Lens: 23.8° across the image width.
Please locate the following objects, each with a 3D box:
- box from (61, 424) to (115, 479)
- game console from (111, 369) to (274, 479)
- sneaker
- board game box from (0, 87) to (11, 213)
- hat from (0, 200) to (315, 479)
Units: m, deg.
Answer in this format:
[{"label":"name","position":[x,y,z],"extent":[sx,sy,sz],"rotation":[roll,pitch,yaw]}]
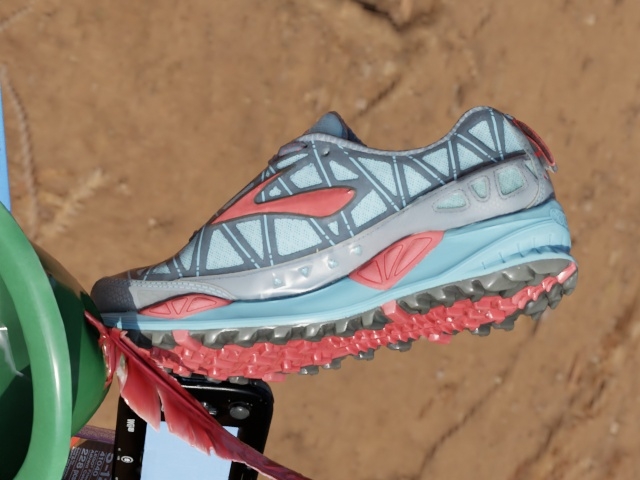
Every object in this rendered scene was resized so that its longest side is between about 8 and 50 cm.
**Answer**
[{"label":"box","position":[-0.257,0.295,1.293],"extent":[0.201,0.057,0.293],"rotation":[24,88,-58]},{"label":"game console","position":[-0.121,0.201,1.136],"extent":[0.361,0.213,0.044],"rotation":[104,-20,-51]},{"label":"sneaker","position":[0.000,0.000,0.794],"extent":[0.104,0.261,0.125],"rotation":[48,34,-63]},{"label":"board game box","position":[-0.326,-0.104,1.160],"extent":[0.160,0.047,0.210],"rotation":[-11,117,-21]},{"label":"hat","position":[-0.118,0.042,0.762],"extent":[0.183,0.173,0.209],"rotation":[-19,112,-47]}]
